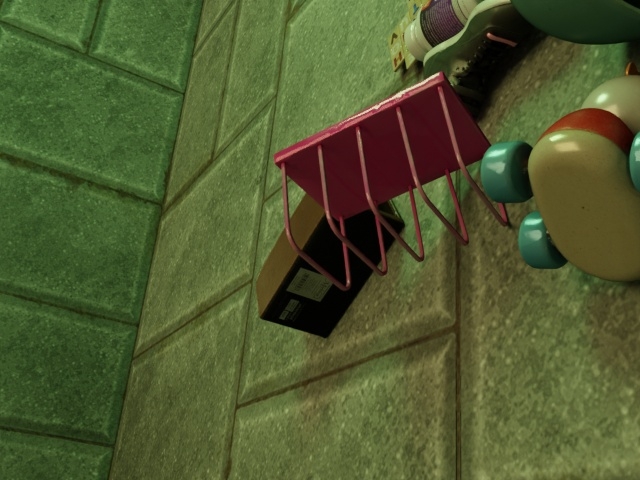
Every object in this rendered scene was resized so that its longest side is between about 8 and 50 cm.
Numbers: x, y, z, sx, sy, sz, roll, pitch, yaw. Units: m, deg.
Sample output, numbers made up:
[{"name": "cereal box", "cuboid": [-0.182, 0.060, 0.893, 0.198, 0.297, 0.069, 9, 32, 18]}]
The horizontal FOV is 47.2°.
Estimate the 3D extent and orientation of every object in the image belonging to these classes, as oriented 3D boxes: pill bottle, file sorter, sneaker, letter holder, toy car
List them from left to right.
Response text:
[{"name": "letter holder", "cuboid": [0.000, 0.000, 1.452, 0.301, 0.152, 0.214, -58, 27, 26]}, {"name": "file sorter", "cuboid": [0.109, -0.071, 1.112, 0.291, 0.202, 0.182, -23, 52, 23]}, {"name": "pill bottle", "cuboid": [0.237, -0.389, 1.288, 0.193, 0.108, 0.108, -21, 55, 57]}, {"name": "sneaker", "cuboid": [0.260, -0.280, 1.190, 0.296, 0.105, 0.146, 152, 129, -63]}, {"name": "toy car", "cuboid": [0.353, -0.097, 0.845, 0.219, 0.210, 0.238, 1, 44, 50]}]

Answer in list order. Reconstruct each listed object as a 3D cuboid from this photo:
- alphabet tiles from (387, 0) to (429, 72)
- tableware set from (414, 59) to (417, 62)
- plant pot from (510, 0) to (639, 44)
[{"name": "alphabet tiles", "cuboid": [0.208, -0.457, 1.464, 0.237, 0.009, 0.198, -49, 32, 40]}, {"name": "tableware set", "cuboid": [0.226, -0.435, 1.443, 0.141, 0.020, 0.168, -44, 37, 43]}, {"name": "plant pot", "cuboid": [0.350, -0.372, 0.880, 0.235, 0.293, 0.292, 176, 111, -79]}]
